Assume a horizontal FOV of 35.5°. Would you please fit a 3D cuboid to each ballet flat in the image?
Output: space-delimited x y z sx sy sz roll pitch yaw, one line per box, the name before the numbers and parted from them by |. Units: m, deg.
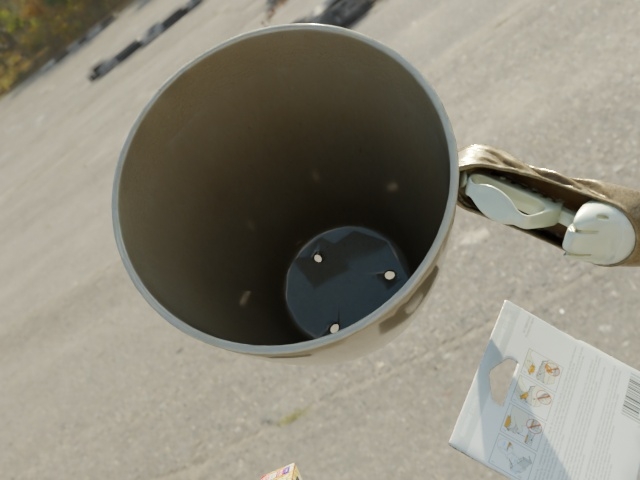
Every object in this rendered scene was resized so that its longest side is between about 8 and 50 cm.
ballet flat | 0.308 -0.036 1.314 0.124 0.342 0.116 -32 -39 -52

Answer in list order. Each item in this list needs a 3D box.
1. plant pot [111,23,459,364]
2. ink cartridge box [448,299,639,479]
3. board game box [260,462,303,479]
plant pot | 0.000 0.000 0.838 0.256 0.256 0.274 -40 -23 -3
ink cartridge box | 0.299 0.236 1.294 0.275 0.239 0.060 -58 -6 -44
board game box | -0.022 0.332 1.027 0.045 0.146 0.193 -25 5 6
